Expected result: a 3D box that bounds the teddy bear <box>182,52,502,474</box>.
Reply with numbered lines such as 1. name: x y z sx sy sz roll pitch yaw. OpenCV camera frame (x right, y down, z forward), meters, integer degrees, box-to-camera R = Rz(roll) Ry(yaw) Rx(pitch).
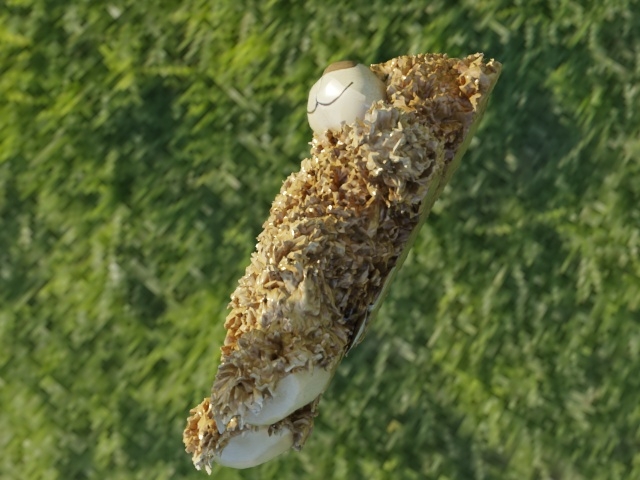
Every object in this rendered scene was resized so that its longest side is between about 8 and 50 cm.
1. teddy bear: 0.000 0.000 1.171 0.113 0.338 0.245 27 168 4
